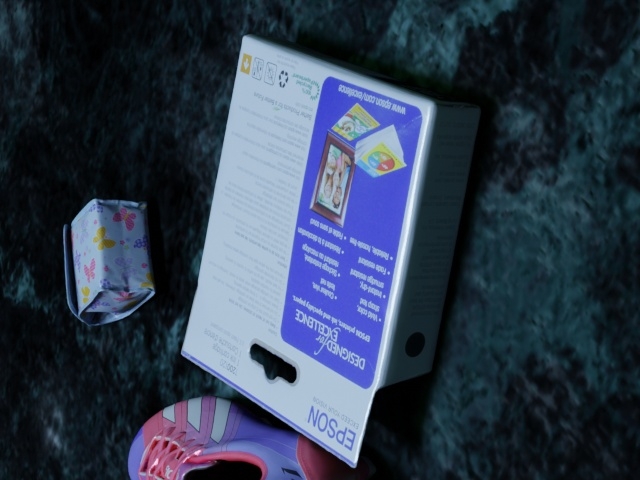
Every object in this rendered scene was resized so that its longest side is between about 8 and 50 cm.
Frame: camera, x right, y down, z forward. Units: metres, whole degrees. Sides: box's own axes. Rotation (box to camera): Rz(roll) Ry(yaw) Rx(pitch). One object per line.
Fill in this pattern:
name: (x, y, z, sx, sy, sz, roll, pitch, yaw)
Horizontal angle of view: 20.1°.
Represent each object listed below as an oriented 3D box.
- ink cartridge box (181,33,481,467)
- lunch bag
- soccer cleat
ink cartridge box: (0.000, 0.000, 1.050, 0.206, 0.045, 0.208, 27, 108, 53)
lunch bag: (-0.153, 0.017, 1.270, 0.083, 0.053, 0.071, 143, 124, -59)
soccer cleat: (-0.065, 0.141, 1.089, 0.248, 0.095, 0.083, 6, 92, 56)
